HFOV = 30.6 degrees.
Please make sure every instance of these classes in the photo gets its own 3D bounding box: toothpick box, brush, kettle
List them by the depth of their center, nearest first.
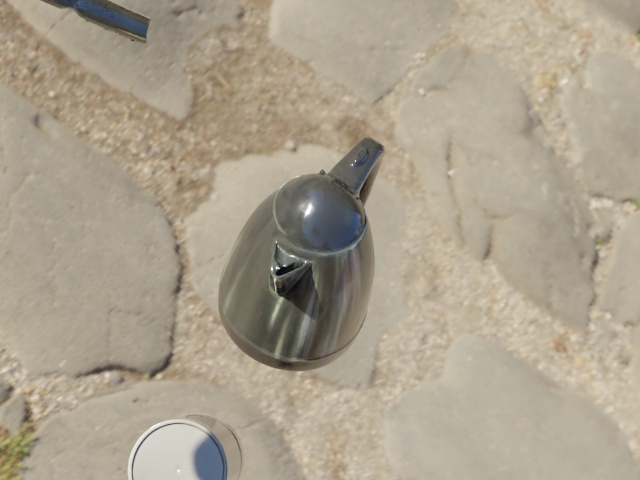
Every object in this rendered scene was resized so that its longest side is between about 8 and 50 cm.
[{"bbox_3d":[-0.147,0.250,1.306,0.111,0.181,0.111,0,83,2],"label":"toothpick box"},{"bbox_3d":[0.000,0.014,1.526,0.251,0.271,0.207,-18,62,-22],"label":"kettle"},{"bbox_3d":[-0.332,-0.326,1.612,0.248,0.036,0.043,14,84,-54],"label":"brush"}]
